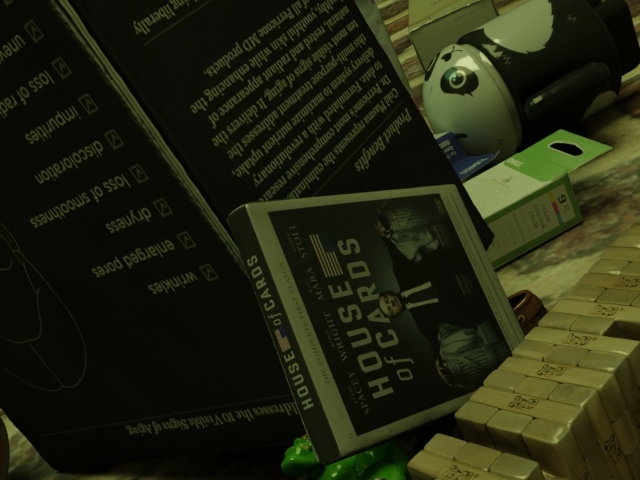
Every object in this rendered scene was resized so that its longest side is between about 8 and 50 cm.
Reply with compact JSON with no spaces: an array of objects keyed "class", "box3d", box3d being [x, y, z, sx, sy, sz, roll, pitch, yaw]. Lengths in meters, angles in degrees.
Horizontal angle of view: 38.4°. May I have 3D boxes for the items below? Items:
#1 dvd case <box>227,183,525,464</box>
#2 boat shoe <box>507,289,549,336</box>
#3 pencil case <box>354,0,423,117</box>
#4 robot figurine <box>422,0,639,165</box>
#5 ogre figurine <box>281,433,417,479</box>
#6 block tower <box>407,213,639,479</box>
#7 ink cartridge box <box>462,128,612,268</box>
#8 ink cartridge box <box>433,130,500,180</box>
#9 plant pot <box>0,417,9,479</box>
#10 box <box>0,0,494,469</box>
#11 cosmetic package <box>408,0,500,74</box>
[{"class":"dvd case","box3d":[0.057,0.047,0.679,0.239,0.179,0.030,-8,-19,-46]},{"class":"boat shoe","box3d":[0.115,0.094,0.801,0.178,0.060,0.064,-23,22,10]},{"class":"pencil case","box3d":[0.059,-0.232,1.335,0.124,0.273,0.113,-27,14,-20]},{"class":"robot figurine","box3d":[0.263,-0.212,1.168,0.278,0.173,0.209,-29,-12,-6]},{"class":"ogre figurine","box3d":[0.000,0.199,0.648,0.118,0.097,0.197,-45,-16,-52]},{"class":"block tower","box3d":[0.200,0.099,0.646,0.335,0.097,0.091,-38,25,-29]},{"class":"ink cartridge box","box3d":[0.206,-0.037,0.991,0.209,0.062,0.109,-29,21,-6]},{"class":"ink cartridge box","box3d":[0.060,-0.069,1.088,0.224,0.045,0.223,-5,21,48]},{"class":"plant pot","box3d":[-0.451,0.236,0.986,0.188,0.205,0.205,-5,27,14]},{"class":"box","box3d":[-0.184,-0.060,0.869,0.480,0.471,0.297,-17,21,43]},{"class":"cosmetic package","box3d":[0.254,-0.406,1.717,0.160,0.113,0.309,-22,21,14]}]
